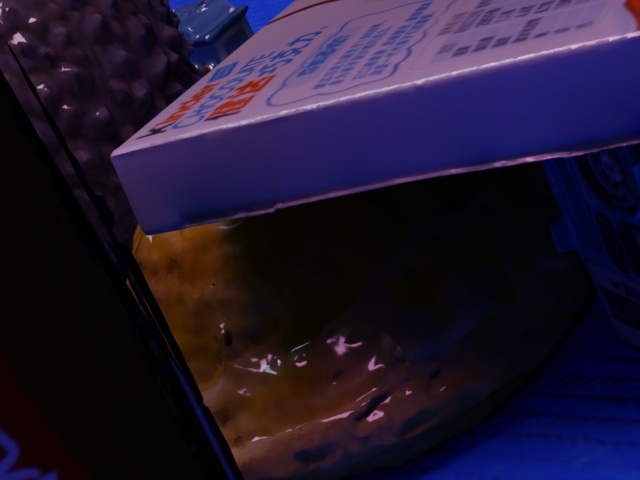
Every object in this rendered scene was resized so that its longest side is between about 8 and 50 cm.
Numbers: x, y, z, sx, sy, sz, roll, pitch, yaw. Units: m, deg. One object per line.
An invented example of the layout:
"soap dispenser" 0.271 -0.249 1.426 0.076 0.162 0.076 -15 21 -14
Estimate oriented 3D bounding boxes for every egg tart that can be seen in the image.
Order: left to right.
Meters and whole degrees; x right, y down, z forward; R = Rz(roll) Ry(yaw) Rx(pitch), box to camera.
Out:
"egg tart" 0.000 0.000 0.784 0.319 0.128 0.319 -24 21 10

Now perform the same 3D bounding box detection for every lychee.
"lychee" -0.210 -0.085 0.994 0.300 0.300 0.300 -21 21 9

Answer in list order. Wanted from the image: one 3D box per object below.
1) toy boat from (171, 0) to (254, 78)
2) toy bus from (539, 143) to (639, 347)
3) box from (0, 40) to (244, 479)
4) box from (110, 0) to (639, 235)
"toy boat" -0.052 -0.156 1.253 0.238 0.098 0.109 1 36 48
"toy bus" 0.196 0.002 0.559 0.106 0.131 0.297 -29 21 -13
"box" -0.199 0.014 0.622 0.138 0.373 0.420 -31 22 -19
"box" 0.079 -0.099 0.685 0.265 0.048 0.273 -9 24 31
